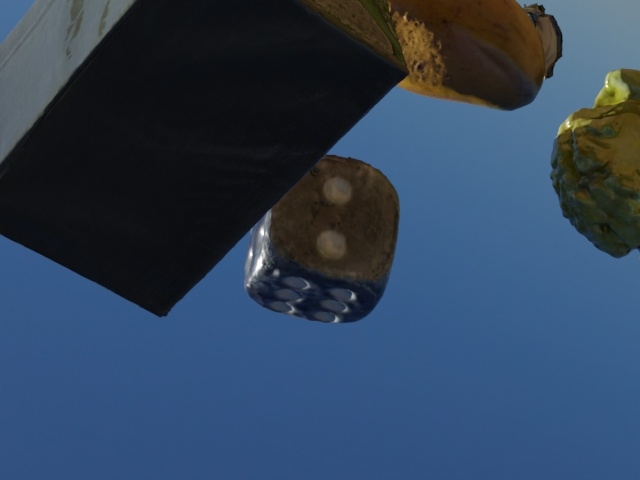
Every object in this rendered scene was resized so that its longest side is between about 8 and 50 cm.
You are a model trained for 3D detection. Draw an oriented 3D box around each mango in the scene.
[{"bbox_3d":[0.103,-0.170,1.119,0.165,0.115,0.089,17,-155,26],"label":"mango"}]

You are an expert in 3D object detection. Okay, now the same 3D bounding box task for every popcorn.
[{"bbox_3d":[0.409,-0.080,1.745,0.256,0.255,0.195,4,176,-20],"label":"popcorn"}]

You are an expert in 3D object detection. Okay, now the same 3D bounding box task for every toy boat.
[{"bbox_3d":[0.199,-0.236,1.600,0.066,0.084,0.210,-31,-153,-25],"label":"toy boat"}]

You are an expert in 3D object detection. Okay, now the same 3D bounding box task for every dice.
[{"bbox_3d":[0.000,0.000,1.876,0.181,0.183,0.182,12,156,-8],"label":"dice"}]

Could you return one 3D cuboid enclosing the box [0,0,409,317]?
[{"bbox_3d":[-0.087,-0.100,0.827,0.149,0.231,0.155,31,-151,-29],"label":"box"}]
